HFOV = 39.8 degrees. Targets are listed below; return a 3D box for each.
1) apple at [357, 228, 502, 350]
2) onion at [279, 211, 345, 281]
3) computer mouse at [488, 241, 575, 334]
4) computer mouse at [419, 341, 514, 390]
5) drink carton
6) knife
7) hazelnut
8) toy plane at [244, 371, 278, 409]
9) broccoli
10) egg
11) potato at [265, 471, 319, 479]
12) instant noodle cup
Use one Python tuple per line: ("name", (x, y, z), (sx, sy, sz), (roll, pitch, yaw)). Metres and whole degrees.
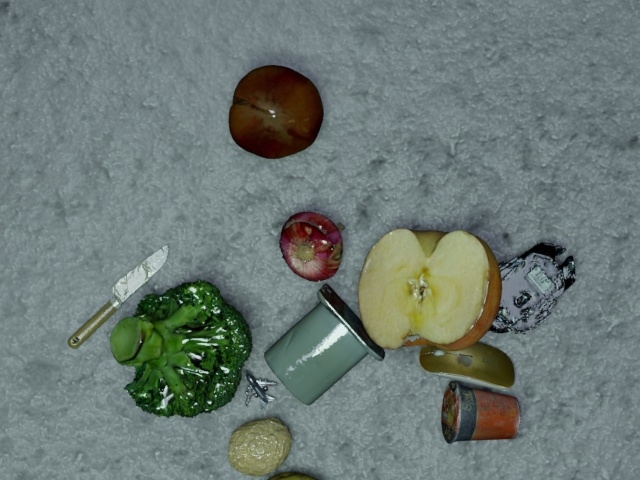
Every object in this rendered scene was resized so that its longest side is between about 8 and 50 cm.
("apple", (0.238, 0.106, 1.752), (0.293, 0.163, 0.251), (3, 80, 40))
("onion", (0.000, 0.000, 1.815), (0.150, 0.140, 0.150), (17, 122, 29))
("computer mouse", (0.416, 0.099, 1.810), (0.242, 0.077, 0.146), (-38, 88, -1))
("computer mouse", (0.301, 0.250, 1.804), (0.199, 0.102, 0.045), (13, 132, 1))
("drink carton", (0.003, 0.219, 1.760), (0.189, 0.185, 0.191), (-42, 90, 1))
("knife", (-0.421, 0.112, 1.846), (0.298, 0.017, 0.047), (-43, 82, -1))
("hazelnut", (-0.092, -0.255, 1.767), (0.208, 0.208, 0.208), (0, 88, 0))
("toy plane", (-0.131, 0.306, 1.828), (0.078, 0.031, 0.083), (-34, 88, -1))
("broccoli", (-0.291, 0.207, 1.718), (0.297, 0.297, 0.297), (-10, 72, 34))
("egg", (-0.124, 0.414, 1.778), (0.140, 0.118, 0.116), (-29, 58, -23))
("potato", (-0.045, 0.594, 1.746), (0.229, 0.229, 0.266), (-7, 72, 0))
("instant noodle cup", (0.325, 0.353, 1.788), (0.136, 0.127, 0.127), (6, 88, -8))
